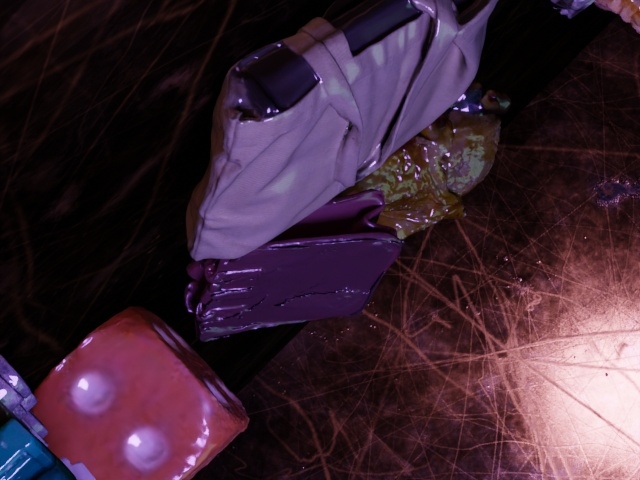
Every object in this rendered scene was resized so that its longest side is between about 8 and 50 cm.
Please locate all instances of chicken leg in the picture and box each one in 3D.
[{"bbox_3d":[0.065,-0.064,1.849,0.361,0.140,0.211,-31,147,-23],"label":"chicken leg"}]

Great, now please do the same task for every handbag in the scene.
[{"bbox_3d":[0.027,-0.119,1.267,0.316,0.109,0.253,-34,166,-23],"label":"handbag"},{"bbox_3d":[-0.036,0.026,1.641,0.216,0.074,0.203,-8,153,-16],"label":"handbag"}]

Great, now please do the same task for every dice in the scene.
[{"bbox_3d":[-0.192,0.181,1.578,0.175,0.179,0.174,-40,175,1],"label":"dice"}]

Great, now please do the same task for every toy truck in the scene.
[{"bbox_3d":[-0.276,0.217,1.269,0.176,0.178,0.363,-43,177,-12],"label":"toy truck"}]

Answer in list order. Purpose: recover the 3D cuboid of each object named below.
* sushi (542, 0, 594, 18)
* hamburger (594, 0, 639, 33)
[{"bbox_3d":[0.251,-0.292,1.501,0.124,0.130,0.332,-45,175,6],"label":"sushi"},{"bbox_3d":[0.439,-0.348,1.765,0.245,0.260,0.211,-26,159,-48],"label":"hamburger"}]
